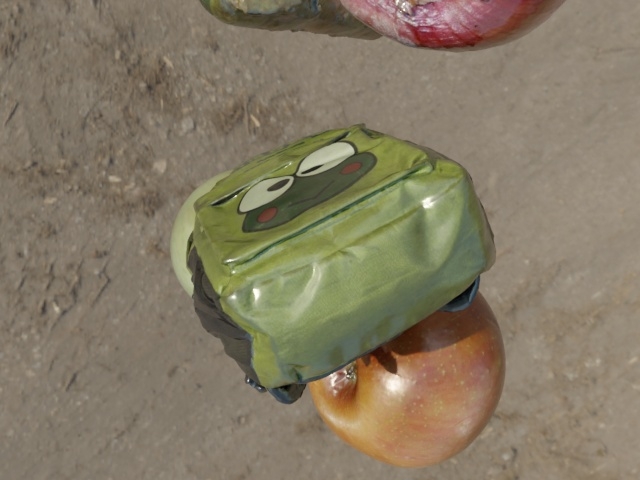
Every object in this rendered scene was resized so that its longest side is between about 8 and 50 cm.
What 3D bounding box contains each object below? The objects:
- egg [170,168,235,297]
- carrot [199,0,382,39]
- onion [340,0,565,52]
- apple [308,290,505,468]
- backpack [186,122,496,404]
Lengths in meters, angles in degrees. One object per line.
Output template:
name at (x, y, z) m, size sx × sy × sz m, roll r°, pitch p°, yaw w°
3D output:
egg at (-0.112, 0.009, 1.160) m, size 0.218 × 0.295 × 0.219 m, roll 5°, pitch 80°, yaw -29°
carrot at (-0.025, -0.334, 1.043) m, size 0.301 × 0.138 × 0.139 m, roll -10°, pitch 132°, yaw -48°
onion at (0.092, -0.197, 0.465) m, size 0.195 × 0.159 × 0.160 m, roll -41°, pitch 137°, yaw -38°
apple at (0.073, 0.113, 0.756) m, size 0.162 × 0.201 × 0.201 m, roll -9°, pitch 131°, yaw -47°
backpack at (0.000, 0.000, 0.593) m, size 0.207 × 0.253 × 0.140 m, roll -27°, pitch 113°, yaw -8°
